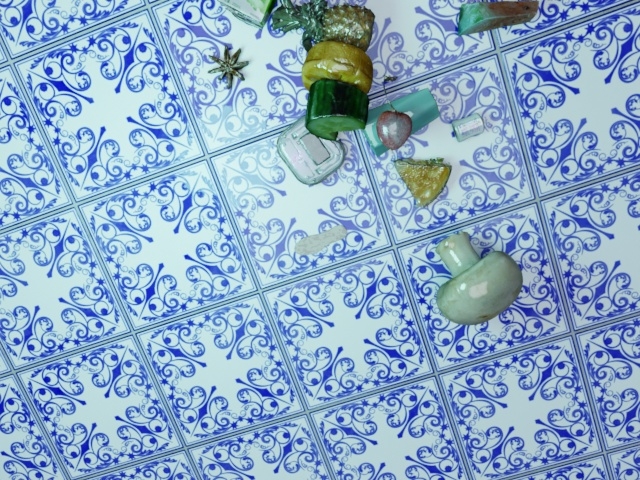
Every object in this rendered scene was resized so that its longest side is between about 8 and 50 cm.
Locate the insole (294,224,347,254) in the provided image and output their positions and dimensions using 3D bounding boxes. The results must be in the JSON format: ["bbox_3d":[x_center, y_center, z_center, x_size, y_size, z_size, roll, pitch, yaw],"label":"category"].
[{"bbox_3d":[0.000,0.000,1.816,0.193,0.006,0.065,-24,100,7],"label":"insole"}]

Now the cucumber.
[{"bbox_3d":[0.045,-0.395,1.584,0.191,0.191,0.130,4,80,1],"label":"cucumber"}]

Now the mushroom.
[{"bbox_3d":[0.481,0.117,1.694,0.297,0.297,0.290,-38,77,10],"label":"mushroom"}]

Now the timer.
[{"bbox_3d":[-0.032,-0.295,1.719,0.190,0.069,0.209,-37,98,7],"label":"timer"}]

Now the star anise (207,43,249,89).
[{"bbox_3d":[-0.290,-0.556,1.681,0.140,0.042,0.141,1,102,6],"label":"star anise"}]

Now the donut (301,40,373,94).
[{"bbox_3d":[0.053,-0.507,1.596,0.226,0.226,0.114,13,81,-1],"label":"donut"}]

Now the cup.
[{"bbox_3d":[0.247,-0.385,1.655,0.235,0.148,0.134,-29,74,7],"label":"cup"}]

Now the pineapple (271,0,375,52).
[{"bbox_3d":[0.005,-0.654,1.607,0.309,0.141,0.170,14,128,6],"label":"pineapple"}]

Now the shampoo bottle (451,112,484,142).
[{"bbox_3d":[0.479,-0.366,1.692,0.099,0.043,0.072,-21,102,6],"label":"shampoo bottle"}]

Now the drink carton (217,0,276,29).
[{"bbox_3d":[-0.193,-0.802,1.588,0.161,0.108,0.271,26,102,-6],"label":"drink carton"}]

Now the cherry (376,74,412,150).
[{"bbox_3d":[0.222,-0.377,1.556,0.106,0.090,0.226,6,92,9],"label":"cherry"}]

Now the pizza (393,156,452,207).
[{"bbox_3d":[0.320,-0.214,1.730,0.195,0.052,0.185,30,110,-9],"label":"pizza"}]

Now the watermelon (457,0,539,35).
[{"bbox_3d":[0.549,-0.684,1.582,0.241,0.154,0.095,-8,103,-9],"label":"watermelon"}]
